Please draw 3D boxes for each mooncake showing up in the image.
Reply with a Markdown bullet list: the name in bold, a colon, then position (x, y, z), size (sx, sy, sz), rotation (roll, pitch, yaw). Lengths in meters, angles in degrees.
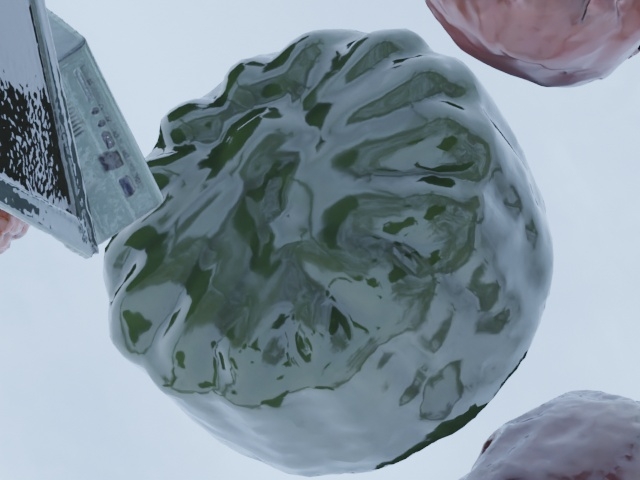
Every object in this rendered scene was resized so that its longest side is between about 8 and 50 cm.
- **mooncake**: position (0.000, 0.000, 1.486), size (0.356, 0.194, 0.356), rotation (-15, 55, 22)

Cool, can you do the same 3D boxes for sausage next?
- **sausage**: position (0.138, -0.166, 1.093), size (0.152, 0.280, 0.152), rotation (1, 95, 10)

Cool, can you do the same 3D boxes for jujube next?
- **jujube**: position (0.236, 0.288, 1.728), size (0.276, 0.377, 0.276), rotation (20, 126, 30)

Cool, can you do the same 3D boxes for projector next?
- **projector**: position (-0.160, -0.074, 1.005), size (0.061, 0.147, 0.115), rotation (-35, 129, -17)

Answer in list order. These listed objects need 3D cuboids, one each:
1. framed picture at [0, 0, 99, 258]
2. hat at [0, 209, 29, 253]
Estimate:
- **framed picture**: position (-0.158, -0.107, 0.720), size (0.014, 0.252, 0.197), rotation (-18, 74, 11)
- **hat**: position (-0.435, -0.125, 1.986), size (0.285, 0.400, 0.285), rotation (0, 76, 2)
